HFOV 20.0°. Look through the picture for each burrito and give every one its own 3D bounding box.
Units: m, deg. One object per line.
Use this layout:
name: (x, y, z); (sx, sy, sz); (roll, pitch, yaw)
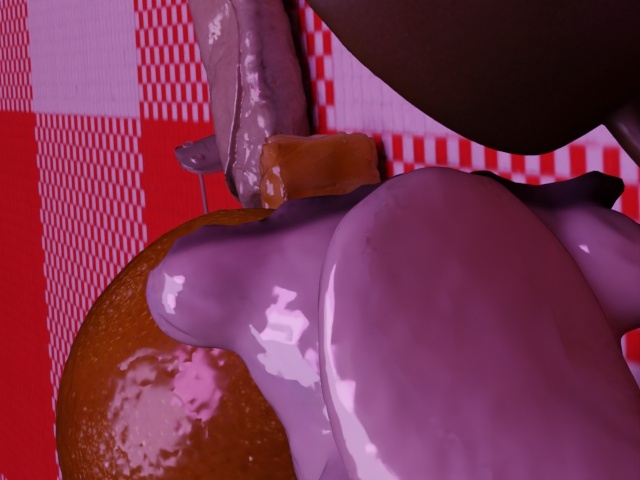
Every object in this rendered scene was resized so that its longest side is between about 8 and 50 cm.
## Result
burrito: (-0.047, -0.131, 1.184); (0.082, 0.059, 0.275); (-32, 64, 53)

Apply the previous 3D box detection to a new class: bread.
bread: (0.000, 0.000, 1.062); (0.053, 0.074, 0.132); (-128, 38, -75)

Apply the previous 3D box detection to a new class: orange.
orange: (-0.028, 0.092, 0.943); (0.236, 0.236, 0.236); (175, 90, -71)

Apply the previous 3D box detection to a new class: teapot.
teapot: (0.095, -0.138, 0.635); (0.175, 0.185, 0.267); (-41, 81, 32)

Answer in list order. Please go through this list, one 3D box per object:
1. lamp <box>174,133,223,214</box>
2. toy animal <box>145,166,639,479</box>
lamp: (-0.063, 0.014, 1.321); (0.050, 0.056, 0.198); (-132, 30, -59)
toy animal: (0.080, 0.101, 0.638); (0.289, 0.174, 0.249); (62, -162, 20)
